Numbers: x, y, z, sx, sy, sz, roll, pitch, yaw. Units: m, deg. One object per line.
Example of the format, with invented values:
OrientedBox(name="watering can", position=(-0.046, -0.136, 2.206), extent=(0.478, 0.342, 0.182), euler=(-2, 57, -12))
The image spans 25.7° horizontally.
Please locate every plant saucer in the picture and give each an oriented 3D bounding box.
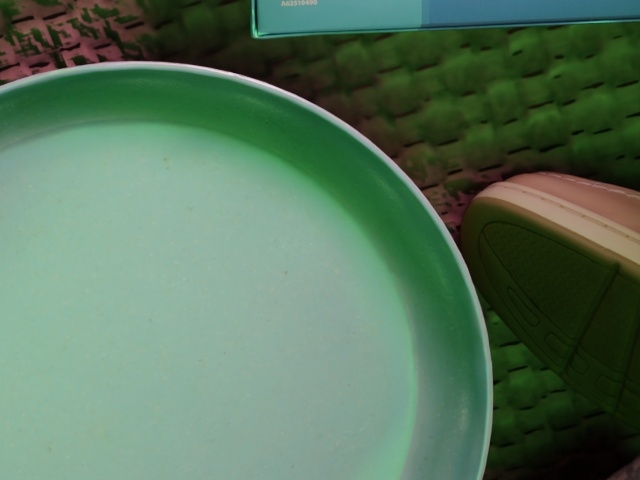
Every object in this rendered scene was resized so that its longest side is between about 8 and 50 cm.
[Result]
OrientedBox(name="plant saucer", position=(-0.081, 0.077, 0.621), extent=(0.318, 0.044, 0.317), euler=(-3, 104, -11))

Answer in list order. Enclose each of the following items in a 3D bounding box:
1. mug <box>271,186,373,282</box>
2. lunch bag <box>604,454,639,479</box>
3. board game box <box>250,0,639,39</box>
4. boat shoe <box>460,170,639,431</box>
OrientedBox(name="mug", position=(-0.004, -0.001, 0.680), extent=(0.062, 0.064, 0.078), euler=(-21, 113, 8))
OrientedBox(name="lunch bag", position=(0.153, 0.290, 0.700), extent=(0.256, 0.212, 0.305), euler=(-39, 128, 9))
OrientedBox(name="board game box", position=(0.090, -0.258, 0.562), extent=(0.254, 0.079, 0.336), euler=(-2, 113, -1))
OrientedBox(name="boat shoe", position=(0.230, 0.046, 0.656), extent=(0.341, 0.110, 0.121), euler=(27, 149, 15))
